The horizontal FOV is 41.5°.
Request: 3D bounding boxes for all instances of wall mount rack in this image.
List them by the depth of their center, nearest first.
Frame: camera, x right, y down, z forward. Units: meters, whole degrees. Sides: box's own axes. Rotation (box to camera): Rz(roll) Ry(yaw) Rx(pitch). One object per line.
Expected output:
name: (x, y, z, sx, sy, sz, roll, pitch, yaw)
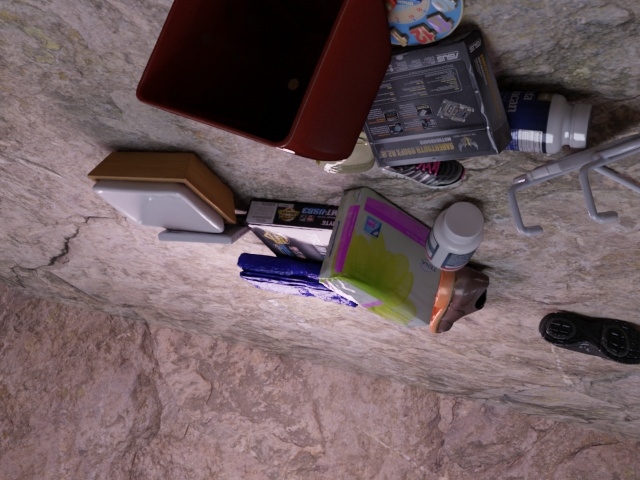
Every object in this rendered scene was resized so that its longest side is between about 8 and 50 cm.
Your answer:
wall mount rack: (0.490, -0.098, 1.380, 0.304, 0.130, 0.350, -18, -179, -20)

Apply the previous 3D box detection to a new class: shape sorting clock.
shape sorting clock: (0.098, -0.340, 1.181, 0.206, 0.040, 0.206, 14, 160, 5)

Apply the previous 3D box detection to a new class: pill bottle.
pill bottle: (0.335, -0.186, 1.329, 0.170, 0.094, 0.094, 8, 158, 20)
pill bottle: (0.289, -0.011, 1.802, 0.108, 0.107, 0.180, 15, 160, 2)

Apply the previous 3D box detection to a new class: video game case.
video game case: (-0.270, -0.032, 2.100, 0.201, 0.023, 0.183, 2, -160, 21)

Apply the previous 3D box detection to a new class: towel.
towel: (-0.053, 0.114, 2.246, 0.308, 0.076, 0.227, 9, 162, 19)

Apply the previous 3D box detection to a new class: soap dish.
soap dish: (-0.365, -0.118, 1.999, 0.291, 0.118, 0.229, 4, 157, 29)

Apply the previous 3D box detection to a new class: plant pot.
plant pot: (-0.047, -0.251, 1.192, 0.267, 0.267, 0.236, 22, 179, 29)

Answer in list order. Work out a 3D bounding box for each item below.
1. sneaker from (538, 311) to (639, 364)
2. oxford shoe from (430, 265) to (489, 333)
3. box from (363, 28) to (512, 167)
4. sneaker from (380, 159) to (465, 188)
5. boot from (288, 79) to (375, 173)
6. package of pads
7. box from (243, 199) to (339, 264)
sneaker: (0.721, 0.257, 2.220, 0.286, 0.109, 0.130, 16, 171, 19)
oxford shoe: (0.359, 0.168, 2.199, 0.133, 0.129, 0.363, 7, 159, 6)
box: (0.163, -0.214, 1.314, 0.231, 0.056, 0.183, -3, 120, 41)
sneaker: (0.187, -0.145, 1.592, 0.171, 0.063, 0.075, 14, 166, 18)
boot: (-0.009, -0.208, 1.539, 0.262, 0.095, 0.203, 13, 161, -3)
package of pads: (0.147, 0.049, 1.892, 0.297, 0.229, 0.101, 29, 156, -34)
box: (0.000, 0.000, 2.106, 0.294, 0.073, 0.295, 8, 159, 23)
